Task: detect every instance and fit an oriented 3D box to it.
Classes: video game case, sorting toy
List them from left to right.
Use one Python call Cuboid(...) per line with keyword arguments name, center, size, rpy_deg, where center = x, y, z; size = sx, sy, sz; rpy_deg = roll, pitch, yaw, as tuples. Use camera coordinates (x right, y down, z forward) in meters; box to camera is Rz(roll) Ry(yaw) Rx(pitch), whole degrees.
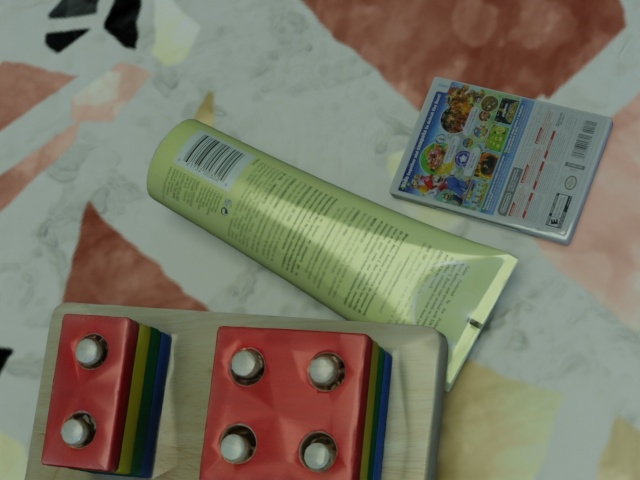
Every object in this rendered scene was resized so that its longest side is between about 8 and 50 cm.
Cuboid(name="sorting toy", center=(-0.072, 0.163, 0.787), size=(0.257, 0.089, 0.255), rpy_deg=(3, 77, 18))
Cuboid(name="video game case", center=(0.115, -0.053, 0.870), size=(0.122, 0.011, 0.087), rpy_deg=(17, 76, 22))

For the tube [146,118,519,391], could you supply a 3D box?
Cuboid(name="tube", center=(0.000, 0.000, 0.864), size=(0.240, 0.070, 0.062), rpy_deg=(28, 43, 21))
